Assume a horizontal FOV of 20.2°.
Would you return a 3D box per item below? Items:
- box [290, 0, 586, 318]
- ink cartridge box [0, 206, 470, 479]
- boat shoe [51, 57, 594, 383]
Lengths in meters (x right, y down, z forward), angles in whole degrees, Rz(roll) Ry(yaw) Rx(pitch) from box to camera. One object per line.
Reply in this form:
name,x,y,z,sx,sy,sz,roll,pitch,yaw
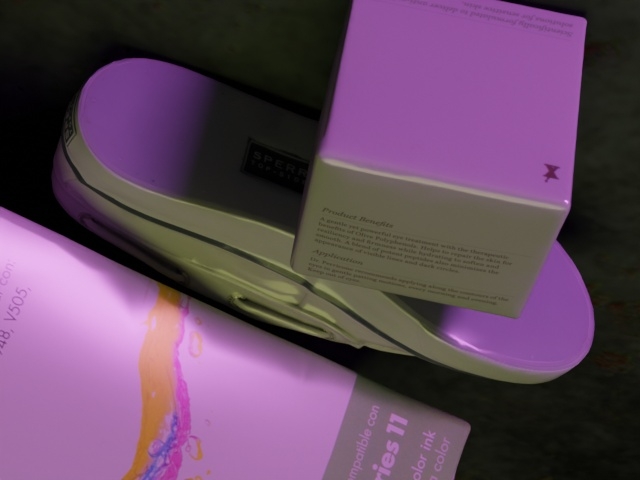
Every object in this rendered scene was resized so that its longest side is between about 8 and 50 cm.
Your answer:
box,0.048,-0.039,0.739,0.101,0.102,0.087,12,147,-1
ink cartridge box,-0.133,0.070,0.864,0.353,0.119,0.207,26,167,-22
boat shoe,0.000,0.000,0.828,0.258,0.095,0.084,28,146,-6
